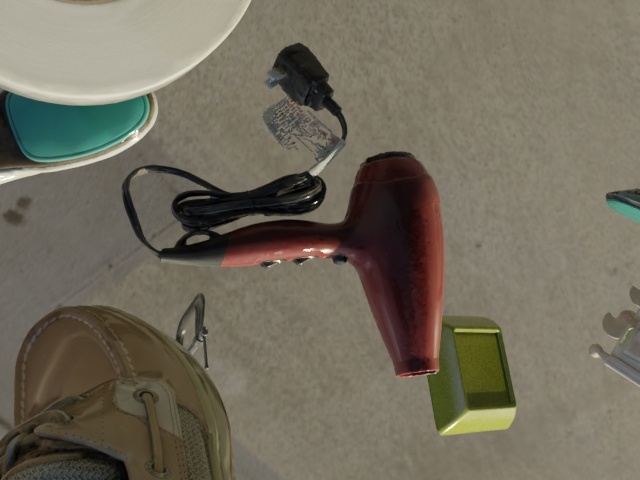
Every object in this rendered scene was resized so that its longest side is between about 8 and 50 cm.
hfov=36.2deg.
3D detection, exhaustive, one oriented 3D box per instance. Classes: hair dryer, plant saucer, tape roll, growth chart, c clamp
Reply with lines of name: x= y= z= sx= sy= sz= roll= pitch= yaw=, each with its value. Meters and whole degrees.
hair dryer: x=0.000 y=0.000 z=0.828 sx=0.293 sy=0.080 sz=0.223 roll=44 pitch=76 yaw=3
plant saucer: x=0.243 y=0.205 z=1.547 sx=0.188 sy=0.188 sz=0.045 roll=6 pitch=159 yaw=-44
tape roll: x=-0.242 y=-0.332 z=0.980 sx=0.391 sy=0.072 sz=0.392 roll=0 pitch=91 yaw=-17
growth chart: x=0.440 y=0.092 z=1.123 sx=0.237 sy=0.172 sz=0.021 roll=-41 pitch=149 yaw=-11
c clamp: x=-0.201 y=0.154 z=1.501 sx=0.022 sy=0.137 sz=0.161 roll=10 pitch=152 yaw=-21

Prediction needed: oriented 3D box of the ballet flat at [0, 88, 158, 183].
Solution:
ballet flat: x=-0.415 y=-0.138 z=1.335 sx=0.400 sy=0.139 sz=0.139 roll=-19 pitch=122 yaw=-4

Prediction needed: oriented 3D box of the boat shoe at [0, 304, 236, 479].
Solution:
boat shoe: x=-0.104 y=0.115 z=0.458 sx=0.109 sy=0.302 sz=0.098 roll=-49 pitch=129 yaw=9

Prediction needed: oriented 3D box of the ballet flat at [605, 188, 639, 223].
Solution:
ballet flat: x=0.487 y=-0.036 z=1.355 sx=0.188 sy=0.070 sz=0.070 roll=29 pitch=119 yaw=1
